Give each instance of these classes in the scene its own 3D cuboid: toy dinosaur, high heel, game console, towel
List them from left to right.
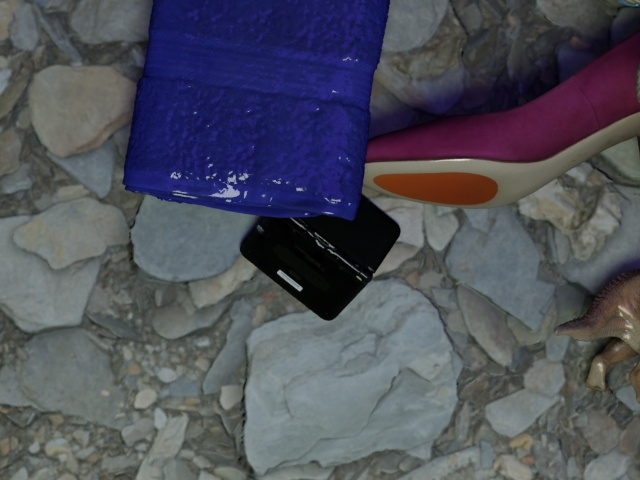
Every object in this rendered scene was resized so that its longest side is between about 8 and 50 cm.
[{"bbox_3d":[-0.055,-0.178,1.167,0.228,0.076,0.308,9,87,3],"label":"towel"},{"bbox_3d":[0.000,0.000,1.228,0.122,0.071,0.107,39,117,-5],"label":"game console"},{"bbox_3d":[0.209,-0.135,1.218,0.377,0.127,0.181,-1,71,-6],"label":"high heel"},{"bbox_3d":[0.377,0.076,1.220,0.296,0.127,0.200,14,90,-2],"label":"toy dinosaur"}]

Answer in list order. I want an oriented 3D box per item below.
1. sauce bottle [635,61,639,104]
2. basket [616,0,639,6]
[{"bbox_3d":[0.448,-0.160,1.166,0.344,0.111,0.111,-9,93,-38],"label":"sauce bottle"},{"bbox_3d":[0.401,-0.315,1.124,0.255,0.289,0.201,-3,83,-3],"label":"basket"}]
